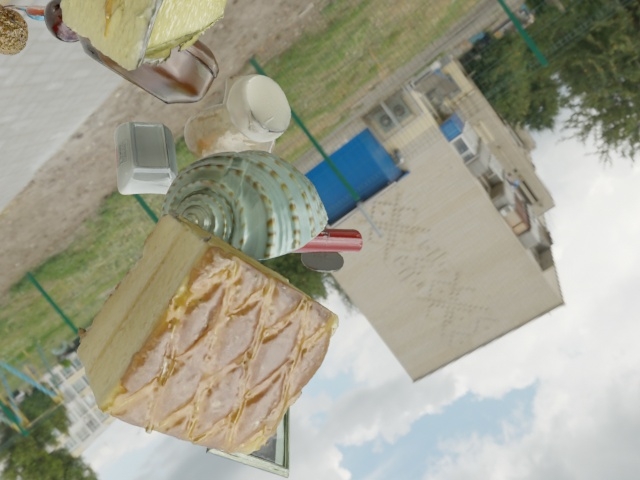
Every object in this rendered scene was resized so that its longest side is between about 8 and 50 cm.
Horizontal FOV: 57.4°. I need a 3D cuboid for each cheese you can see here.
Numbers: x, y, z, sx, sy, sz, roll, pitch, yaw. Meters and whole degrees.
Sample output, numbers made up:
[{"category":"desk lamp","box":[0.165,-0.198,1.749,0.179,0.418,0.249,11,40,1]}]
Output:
[{"category":"cheese","box":[-0.913,-0.733,1.866,0.106,0.256,0.037,-31,135,-48]}]

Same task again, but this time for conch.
[{"category":"conch","box":[-0.148,-0.077,1.154,0.303,0.214,0.319,-4,-154,22]}]

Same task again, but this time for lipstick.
[{"category":"lipstick","box":[-0.001,-0.001,1.622,0.280,0.073,0.073,0,158,-40]}]

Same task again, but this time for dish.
[{"category":"dish","box":[-0.440,-0.222,1.487,0.152,0.212,0.077,-1,151,-24]}]

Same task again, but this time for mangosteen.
[{"category":"mangosteen","box":[-0.703,-0.628,1.644,0.140,0.140,0.140,-37,-175,3]}]

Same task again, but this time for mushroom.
[{"category":"mushroom","box":[-0.283,-0.370,1.845,0.293,0.289,0.292,-2,163,-1]}]

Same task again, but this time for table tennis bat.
[{"category":"table tennis bat","box":[0.006,0.040,1.806,0.234,0.131,0.022,-91,-171,-65]}]

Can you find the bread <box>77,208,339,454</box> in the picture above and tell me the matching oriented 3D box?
[{"category":"bread","box":[-0.165,0.145,0.883,0.279,0.279,0.207,-56,-144,-6]}]

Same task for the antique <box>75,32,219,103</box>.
[{"category":"antique","box":[-0.313,-0.342,1.037,0.128,0.278,0.223,-59,-145,2]}]

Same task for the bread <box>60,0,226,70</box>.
[{"category":"bread","box":[-0.132,-0.422,0.797,0.405,0.242,0.345,-16,130,-53]}]

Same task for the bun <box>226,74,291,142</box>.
[{"category":"bun","box":[-0.167,-0.330,1.488,0.120,0.172,0.173,-17,-163,40]}]

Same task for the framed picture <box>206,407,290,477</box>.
[{"category":"framed picture","box":[-0.141,0.341,1.271,0.018,0.231,0.293,-29,-136,30]}]

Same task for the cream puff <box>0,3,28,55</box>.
[{"category":"cream puff","box":[-1.052,-0.702,1.945,0.150,0.165,0.115,-40,-156,-27]}]
